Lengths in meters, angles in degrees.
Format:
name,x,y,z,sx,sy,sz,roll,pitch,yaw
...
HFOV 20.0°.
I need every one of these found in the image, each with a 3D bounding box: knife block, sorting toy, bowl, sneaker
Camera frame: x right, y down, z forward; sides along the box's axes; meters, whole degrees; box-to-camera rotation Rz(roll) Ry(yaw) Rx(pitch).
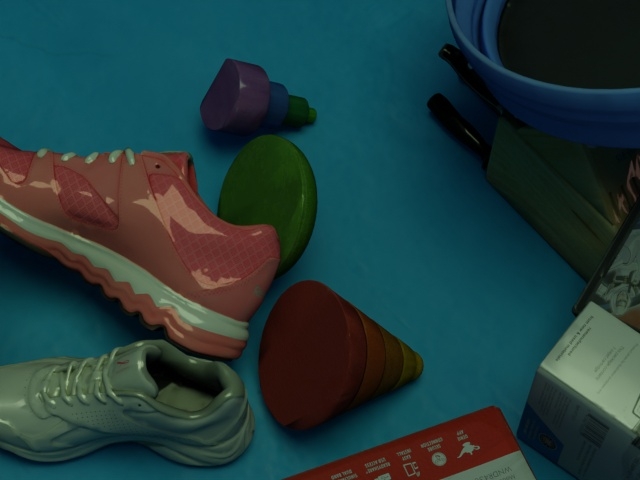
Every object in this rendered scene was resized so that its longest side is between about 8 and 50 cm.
name,x,y,z,sx,sy,sz,roll,pitch,yaw
knife block,0.209,-0.065,1.622,0.088,0.242,0.275,-32,110,-22
sorting toy,0.000,0.000,1.555,0.126,0.127,0.365,9,48,-36
bowl,0.299,-0.222,1.502,0.391,0.077,0.391,-14,41,12
sneaker,-0.169,-0.031,1.506,0.314,0.116,0.136,32,91,6
sneaker,-0.165,0.114,1.433,0.232,0.115,0.090,1,57,-5

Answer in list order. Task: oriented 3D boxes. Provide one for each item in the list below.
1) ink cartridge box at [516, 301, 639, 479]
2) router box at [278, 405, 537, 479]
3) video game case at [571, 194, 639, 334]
name,x,y,z,sx,sy,sz,roll,pitch,yaw
ink cartridge box,0.259,0.156,1.433,0.191,0.139,0.082,34,66,15
router box,0.044,0.313,1.345,0.335,0.082,0.301,-18,60,-17
video game case,0.368,0.008,1.414,0.275,0.035,0.248,28,85,37
